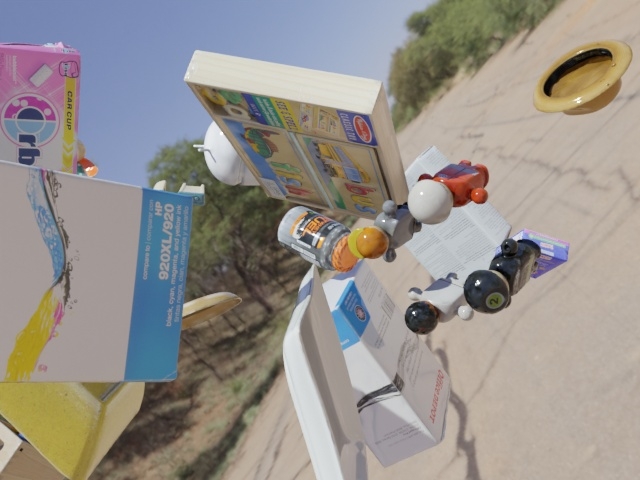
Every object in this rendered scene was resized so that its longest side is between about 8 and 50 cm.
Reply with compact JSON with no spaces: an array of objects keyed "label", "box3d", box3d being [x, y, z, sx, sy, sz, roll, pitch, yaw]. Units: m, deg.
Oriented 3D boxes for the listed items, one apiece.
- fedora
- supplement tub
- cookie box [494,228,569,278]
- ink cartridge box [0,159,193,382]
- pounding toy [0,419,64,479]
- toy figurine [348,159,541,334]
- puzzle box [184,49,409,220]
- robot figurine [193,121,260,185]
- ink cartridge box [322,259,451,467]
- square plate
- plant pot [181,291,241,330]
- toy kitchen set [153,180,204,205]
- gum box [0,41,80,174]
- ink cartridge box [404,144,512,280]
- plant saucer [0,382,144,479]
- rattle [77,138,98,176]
[{"label":"fedora","box3d":[0.506,-0.296,1.291,0.194,0.079,0.194,-31,33,24]},{"label":"supplement tub","box3d":[0.000,0.000,1.628,0.117,0.190,0.117,-31,-46,-39]},{"label":"cookie box","box3d":[0.381,0.025,1.228,0.107,0.092,0.040,127,159,-66]},{"label":"ink cartridge box","box3d":[-0.258,0.028,0.576,0.171,0.233,0.168,-1,82,48]},{"label":"pounding toy","box3d":[-0.598,0.378,1.255,0.181,0.206,0.094,15,65,41]},{"label":"toy figurine","box3d":[0.167,0.017,0.933,0.148,0.213,0.209,-31,-1,-43]},{"label":"puzzle box","box3d":[-0.009,-0.139,1.053,0.409,0.272,0.052,56,-130,-66]},{"label":"robot figurine","box3d":[-0.162,-0.249,1.842,0.300,0.353,0.199,178,90,-73]},{"label":"ink cartridge box","box3d":[0.127,0.285,1.609,0.166,0.395,0.285,-33,8,24]},{"label":"square plate","box3d":[0.010,0.239,1.026,0.049,0.344,0.347,-14,11,6]},{"label":"plant pot","box3d":[-0.302,0.173,1.605,0.236,0.032,0.236,-23,-10,-4]},{"label":"toy kitchen set","box3d":[-0.446,-0.064,2.107,0.122,0.166,0.207,-93,9,-54]},{"label":"gum box","box3d":[-0.370,-0.160,0.861,0.062,0.107,0.188,32,119,52]},{"label":"ink cartridge box","box3d":[0.291,-0.020,1.536,0.071,0.330,0.324,-42,-3,-21]},{"label":"plant saucer","box3d":[-0.391,0.154,0.990,0.081,0.333,0.333,-43,4,1]},{"label":"rattle","box3d":[-0.604,-0.234,1.630,0.130,0.200,0.143,-57,10,10]}]
